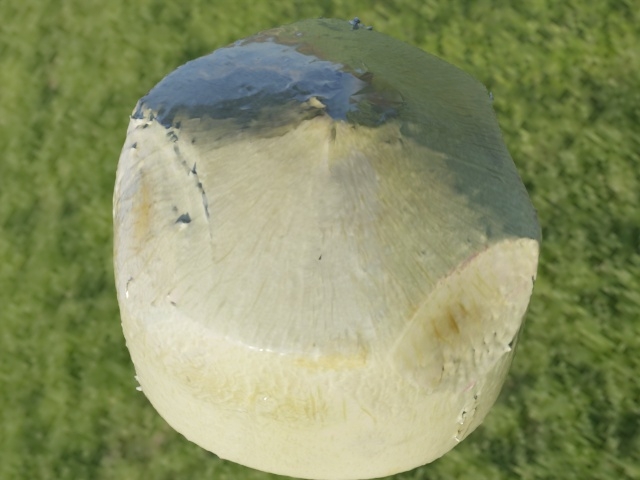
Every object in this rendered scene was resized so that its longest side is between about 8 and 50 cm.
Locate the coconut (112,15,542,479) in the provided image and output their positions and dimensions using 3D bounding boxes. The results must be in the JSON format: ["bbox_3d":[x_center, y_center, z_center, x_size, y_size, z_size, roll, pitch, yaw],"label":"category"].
[{"bbox_3d":[0.000,-0.002,0.575,0.162,0.161,0.161,99,177,-49],"label":"coconut"}]
